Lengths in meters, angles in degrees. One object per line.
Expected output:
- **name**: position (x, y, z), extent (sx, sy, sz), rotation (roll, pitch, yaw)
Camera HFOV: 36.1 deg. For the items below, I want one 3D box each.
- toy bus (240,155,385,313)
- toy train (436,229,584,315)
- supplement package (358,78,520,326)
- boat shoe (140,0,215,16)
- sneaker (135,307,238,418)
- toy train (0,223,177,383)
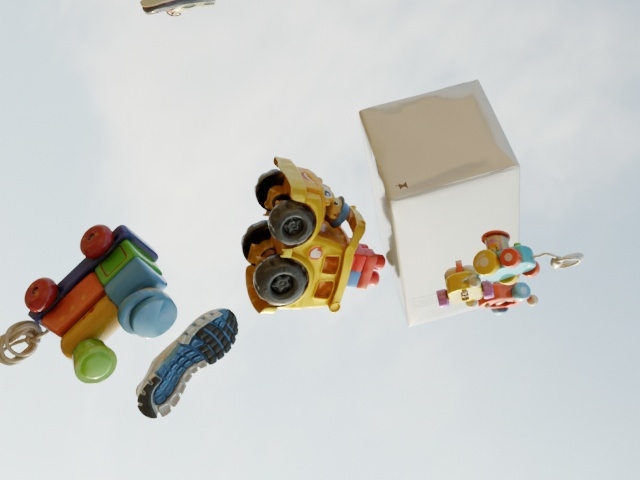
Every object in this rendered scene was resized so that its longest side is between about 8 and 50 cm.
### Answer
- **toy bus**: position (0.000, 0.000, 1.491), extent (0.149, 0.212, 0.220), rotation (-114, -146, -60)
- **toy train**: position (0.184, 0.030, 0.987), extent (0.166, 0.125, 0.046), rotation (125, -41, -62)
- **supplement package**: position (0.172, -0.046, 1.382), extent (0.293, 0.175, 0.177), rotation (76, -1, -51)
- **boat shoe**: position (-0.211, -0.360, 1.483), extent (0.049, 0.137, 0.043), rotation (29, -47, 33)
- **sneaker**: position (-0.201, 0.165, 1.417), extent (0.191, 0.071, 0.083), rotation (-45, -157, -10)
- **toy train**: position (-0.271, 0.110, 1.090), extent (0.248, 0.105, 0.143), rotation (-44, -138, 1)
